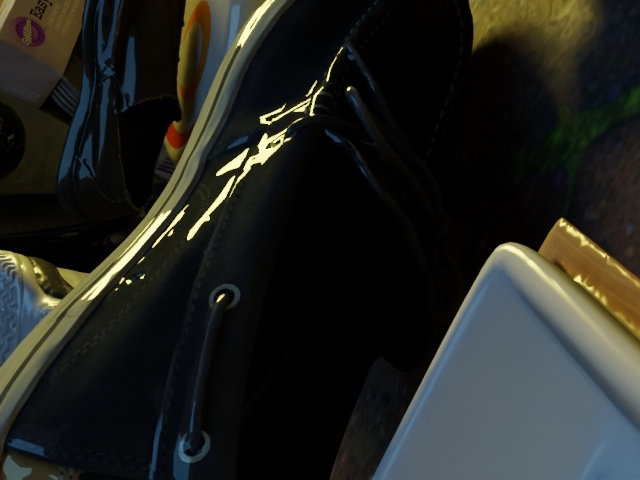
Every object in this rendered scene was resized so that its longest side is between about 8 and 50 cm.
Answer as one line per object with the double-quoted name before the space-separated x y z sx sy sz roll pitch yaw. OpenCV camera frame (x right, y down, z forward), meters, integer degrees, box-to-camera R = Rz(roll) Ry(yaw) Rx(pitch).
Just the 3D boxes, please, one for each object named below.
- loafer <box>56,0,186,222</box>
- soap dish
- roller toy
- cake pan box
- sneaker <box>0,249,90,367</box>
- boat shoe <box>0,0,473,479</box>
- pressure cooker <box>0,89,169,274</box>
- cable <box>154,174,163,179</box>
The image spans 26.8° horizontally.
"loafer" -0.129 -0.116 0.989 0.078 0.080 0.220 12 93 35
"soap dish" 0.086 0.163 0.482 0.291 0.118 0.229 -66 20 13
"roller toy" -0.028 -0.132 1.021 0.209 0.146 0.191 159 117 -66
"cake pan box" -0.187 -0.199 1.319 0.070 0.245 0.267 -44 24 44
"sneaker" -0.112 0.126 1.029 0.366 0.210 0.137 37 111 33
"boat shoe" 0.000 0.000 0.732 0.156 0.187 0.500 3 41 29
"pressure cooker" -0.380 -0.016 1.378 0.370 0.375 0.420 -48 27 -13
"cable" -0.174 -0.189 1.551 0.257 0.089 0.257 -55 25 34
